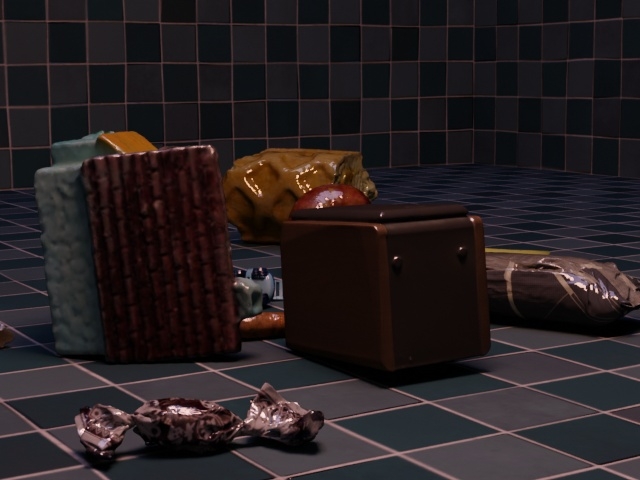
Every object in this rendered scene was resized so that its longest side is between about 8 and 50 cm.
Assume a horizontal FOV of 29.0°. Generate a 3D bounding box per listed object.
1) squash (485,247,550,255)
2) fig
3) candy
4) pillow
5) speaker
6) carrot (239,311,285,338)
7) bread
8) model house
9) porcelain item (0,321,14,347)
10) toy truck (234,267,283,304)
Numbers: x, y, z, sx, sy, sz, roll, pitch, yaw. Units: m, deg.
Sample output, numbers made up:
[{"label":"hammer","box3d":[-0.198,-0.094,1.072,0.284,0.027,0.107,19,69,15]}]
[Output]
[{"label":"squash","box3d":[0.243,0.044,1.915,0.250,0.083,0.083,1,8,-7]},{"label":"fig","box3d":[0.015,0.003,2.113,0.143,0.160,0.231,22,-27,11]},{"label":"candy","box3d":[-0.110,0.168,1.131,0.226,0.051,0.094,-2,11,-10]},{"label":"pillow","box3d":[0.288,0.063,1.713,0.335,0.093,0.161,4,4,36]},{"label":"speaker","box3d":[0.070,0.054,1.469,0.153,0.193,0.231,-6,5,-30]},{"label":"carrot","box3d":[-0.038,0.109,1.622,0.165,0.036,0.035,-1,7,-23]},{"label":"bread","box3d":[-0.037,-0.085,2.471,0.252,0.196,0.238,1,11,30]},{"label":"model house","box3d":[-0.186,-0.004,1.541,0.248,0.281,0.230,-3,7,24]},{"label":"porcelain item","box3d":[-0.420,0.118,1.590,0.036,0.028,0.083,-9,10,-32]},{"label":"toy truck","box3d":[-0.090,0.072,1.843,0.073,0.056,0.090,-3,-7,25]}]
